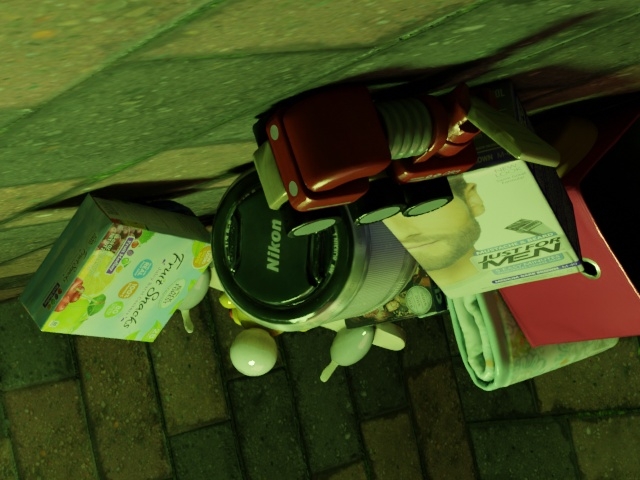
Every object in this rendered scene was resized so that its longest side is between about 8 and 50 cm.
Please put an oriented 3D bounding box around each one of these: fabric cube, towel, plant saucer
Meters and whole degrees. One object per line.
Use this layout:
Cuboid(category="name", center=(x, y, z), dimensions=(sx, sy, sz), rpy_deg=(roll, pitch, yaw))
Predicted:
Cuboid(category="fabric cube", center=(0.400, -0.025, 1.816), dimensions=(0.259, 0.254, 0.258), rpy_deg=(-42, -163, -33))
Cuboid(category="towel", center=(0.326, 0.020, 1.969), dimensions=(0.320, 0.375, 0.090), rpy_deg=(-12, 180, -37))
Cuboid(category="plant saucer", center=(0.293, -0.116, 1.753), dimensions=(0.200, 0.037, 0.200), rpy_deg=(-33, -164, 11))

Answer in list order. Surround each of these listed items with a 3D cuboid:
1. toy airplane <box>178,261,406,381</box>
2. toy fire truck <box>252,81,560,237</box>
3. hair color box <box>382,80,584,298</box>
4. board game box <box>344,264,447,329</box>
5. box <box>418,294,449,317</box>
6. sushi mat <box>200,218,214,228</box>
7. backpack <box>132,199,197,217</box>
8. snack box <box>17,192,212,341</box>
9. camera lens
Cuboid(category="toy airplane", center=(-0.076, 0.113, 2.225), dimensions=(0.386, 0.273, 0.384), rpy_deg=(15, 171, 28))
Cuboid(category="toy fire truck", center=(0.085, -0.090, 1.172), dimensions=(0.217, 0.159, 0.246), rpy_deg=(-10, 165, -32))
Cuboid(category="hair color box", center=(0.185, -0.047, 1.487), dimensions=(0.185, 0.110, 0.339), rpy_deg=(-13, 152, 19))
Cuboid(category="board game box", center=(0.093, 0.006, 1.955), dimensions=(0.165, 0.243, 0.042), rpy_deg=(-14, 176, 31))
Cuboid(category="box", center=(0.199, 0.014, 2.053), dimensions=(0.108, 0.207, 0.153), rpy_deg=(-22, 170, 23))
Cuboid(category="sushi mat", center=(-0.069, -0.053, 2.317), dimensions=(0.316, 0.019, 0.151), rpy_deg=(-10, 179, -36))
Cuboid(category="backpack", center=(-0.233, -0.012, 1.735), dimensions=(0.120, 0.098, 0.101), rpy_deg=(-11, -154, -30))
Cuboid(category="snack box", center=(-0.253, 0.040, 1.605), dimensions=(0.207, 0.070, 0.174), rpy_deg=(11, 120, -55))
Cuboid(category="camera lens", center=(0.000, 0.000, 1.663), dimensions=(0.219, 0.220, 0.274), rpy_deg=(-13, 177, 25))
